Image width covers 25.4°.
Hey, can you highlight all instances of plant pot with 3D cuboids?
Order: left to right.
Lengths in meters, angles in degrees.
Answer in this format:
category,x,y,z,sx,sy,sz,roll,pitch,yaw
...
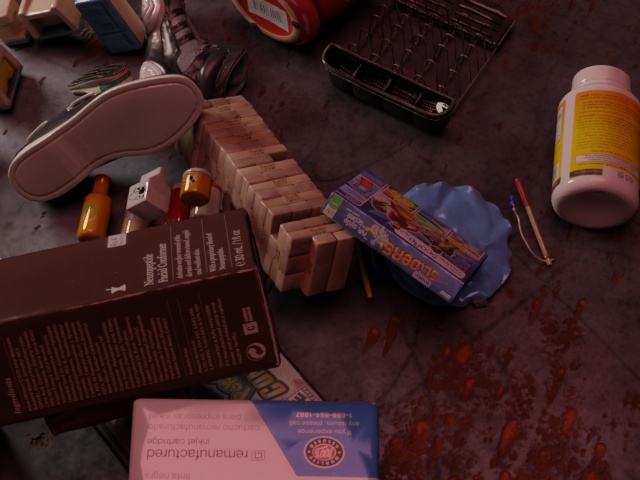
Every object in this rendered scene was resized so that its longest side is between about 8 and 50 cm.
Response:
category,x,y,z,sx,sy,sz,roll,pitch,yaw
plant pot,-0.033,-0.398,2.080,0.191,0.191,0.174,30,67,19

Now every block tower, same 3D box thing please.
category,x,y,z,sx,sy,sz,roll,pitch,yaw
block tower,-0.079,-0.069,1.890,0.091,0.097,0.335,-12,44,-30

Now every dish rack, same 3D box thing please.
category,x,y,z,sx,sy,sz,roll,pitch,yaw
dish rack,0.153,-0.291,2.074,0.208,0.074,0.271,28,63,17

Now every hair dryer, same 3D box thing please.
category,x,y,z,sx,sy,sz,roll,pitch,yaw
hair dryer,-0.263,0.134,1.804,0.224,0.080,0.293,9,48,19

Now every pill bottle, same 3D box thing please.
category,x,y,z,sx,sy,sz,roll,pitch,yaw
pill bottle,0.381,-0.132,1.941,0.117,0.117,0.215,6,59,6

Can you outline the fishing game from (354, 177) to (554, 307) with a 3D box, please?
category,x,y,z,sx,sy,sz,roll,pitch,yaw
fishing game,0.173,0.009,1.912,0.264,0.041,0.189,-13,67,-12

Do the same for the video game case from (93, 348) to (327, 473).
category,x,y,z,sx,sy,sz,roll,pitch,yaw
video game case,-0.147,0.213,1.799,0.248,0.035,0.275,-35,63,-17

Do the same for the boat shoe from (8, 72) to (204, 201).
category,x,y,z,sx,sy,sz,roll,pitch,yaw
boat shoe,-0.294,-0.159,1.941,0.303,0.114,0.091,-21,29,14

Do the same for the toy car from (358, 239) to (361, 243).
category,x,y,z,sx,sy,sz,roll,pitch,yaw
toy car,0.000,0.000,1.921,0.122,0.040,0.060,-30,62,-16

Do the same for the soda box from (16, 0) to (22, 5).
category,x,y,z,sx,sy,sz,roll,pitch,yaw
soda box,-0.411,-0.471,2.195,0.286,0.091,0.098,-41,66,-20

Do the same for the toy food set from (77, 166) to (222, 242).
category,x,y,z,sx,sy,sz,roll,pitch,yaw
toy food set,-0.215,-0.059,1.906,0.232,0.111,0.104,-23,49,38

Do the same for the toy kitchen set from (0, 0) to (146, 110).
category,x,y,z,sx,sy,sz,roll,pitch,yaw
toy kitchen set,-0.385,-0.269,2.079,0.207,0.122,0.166,-7,57,22

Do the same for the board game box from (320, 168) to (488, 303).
category,x,y,z,sx,sy,sz,roll,pitch,yaw
board game box,0.110,-0.009,1.821,0.201,0.035,0.136,36,24,8

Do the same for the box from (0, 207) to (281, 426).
category,x,y,z,sx,sy,sz,roll,pitch,yaw
box,-0.251,0.089,1.658,0.381,0.143,0.191,-14,24,-2

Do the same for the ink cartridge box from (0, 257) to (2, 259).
category,x,y,z,sx,sy,sz,roll,pitch,yaw
ink cartridge box,-0.536,0.058,1.845,0.189,0.066,0.232,33,34,20

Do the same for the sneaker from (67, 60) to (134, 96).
category,x,y,z,sx,sy,sz,roll,pitch,yaw
sneaker,-0.305,-0.208,2.028,0.057,0.161,0.075,-39,109,-27

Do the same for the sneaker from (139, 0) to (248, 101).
category,x,y,z,sx,sy,sz,roll,pitch,yaw
sneaker,-0.182,-0.285,2.072,0.153,0.101,0.268,-1,64,1

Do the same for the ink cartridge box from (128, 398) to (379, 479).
category,x,y,z,sx,sy,sz,roll,pitch,yaw
ink cartridge box,-0.075,0.389,1.587,0.285,0.166,0.395,1,64,-2
